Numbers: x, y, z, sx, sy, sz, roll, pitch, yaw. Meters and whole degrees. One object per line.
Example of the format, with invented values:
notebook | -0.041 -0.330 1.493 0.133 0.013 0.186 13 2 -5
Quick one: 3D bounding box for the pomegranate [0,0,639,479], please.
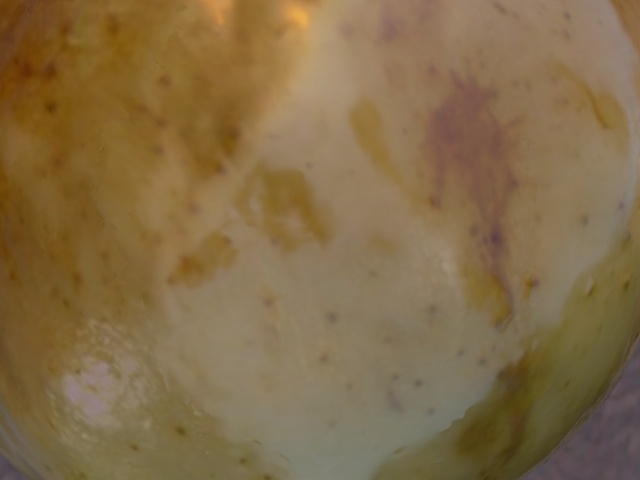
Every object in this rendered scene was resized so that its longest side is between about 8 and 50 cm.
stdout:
pomegranate | 0.000 0.000 0.865 0.410 0.410 0.410 -34 131 -50
